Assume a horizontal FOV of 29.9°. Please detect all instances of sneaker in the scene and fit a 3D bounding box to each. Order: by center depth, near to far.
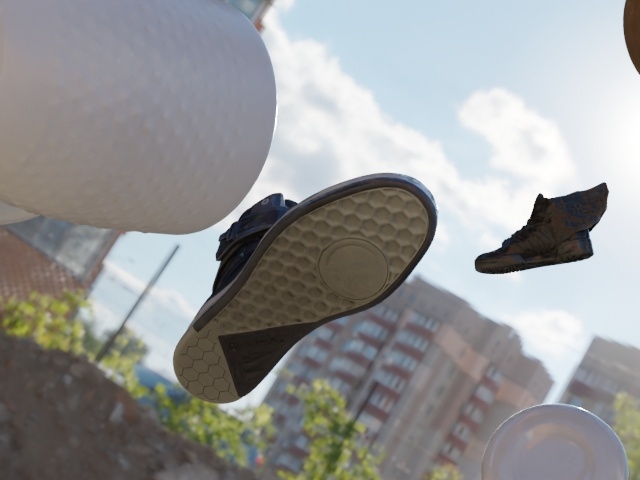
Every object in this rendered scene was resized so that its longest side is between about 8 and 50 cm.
[{"bbox_3d":[-0.002,-0.001,0.828,0.086,0.163,0.226,45,-59,-12],"label":"sneaker"},{"bbox_3d":[0.264,-0.014,1.432,0.170,0.089,0.051,-9,-13,10],"label":"sneaker"}]

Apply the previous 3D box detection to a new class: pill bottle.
[{"bbox_3d":[0.318,0.363,1.580,0.181,0.181,0.323,25,-26,30],"label":"pill bottle"}]

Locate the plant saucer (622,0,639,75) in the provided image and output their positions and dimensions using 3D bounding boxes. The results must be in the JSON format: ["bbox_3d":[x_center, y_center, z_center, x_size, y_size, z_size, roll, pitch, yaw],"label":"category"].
[{"bbox_3d":[0.582,-0.340,1.908,0.278,0.041,0.278,35,-46,47],"label":"plant saucer"}]

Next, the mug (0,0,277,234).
[{"bbox_3d":[-0.286,-0.129,1.262,0.328,0.374,0.276,7,53,-52],"label":"mug"}]
